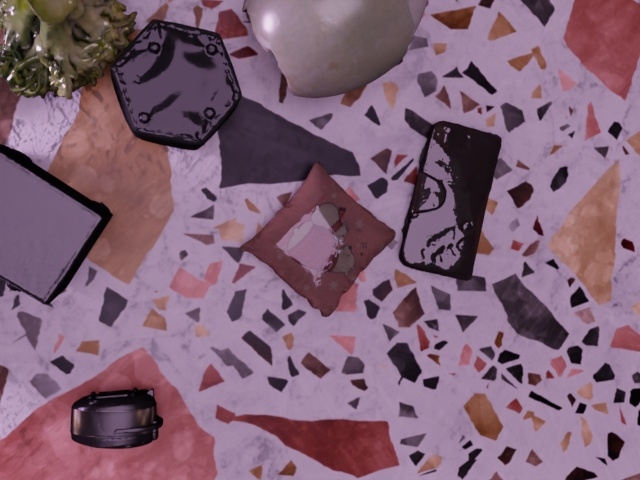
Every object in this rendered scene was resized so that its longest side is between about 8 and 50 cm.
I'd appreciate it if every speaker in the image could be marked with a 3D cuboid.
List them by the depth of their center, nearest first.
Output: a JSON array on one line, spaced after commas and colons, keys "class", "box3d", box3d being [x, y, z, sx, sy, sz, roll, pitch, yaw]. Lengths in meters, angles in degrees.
[{"class": "speaker", "box3d": [-0.498, -0.032, 1.206, 0.232, 0.254, 0.184, 34, 86, -12]}]

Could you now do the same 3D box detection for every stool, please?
[{"class": "stool", "box3d": [-0.260, -0.275, 1.295, 0.232, 0.141, 0.232, -1, 94, -11]}]

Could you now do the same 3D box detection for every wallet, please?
[{"class": "wallet", "box3d": [0.267, -0.081, 1.468, 0.165, 0.042, 0.309, 14, 91, -14]}]

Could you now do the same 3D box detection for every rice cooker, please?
[{"class": "rice cooker", "box3d": [-0.376, 0.329, 1.328, 0.166, 0.112, 0.106, -7, 89, -12]}]

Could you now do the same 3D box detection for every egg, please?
[{"class": "egg", "box3d": [0.043, -0.415, 1.276, 0.336, 0.278, 0.278, -30, 99, 0]}]

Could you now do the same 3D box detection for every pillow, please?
[{"class": "pillow", "box3d": [0.000, 0.000, 1.396, 0.223, 0.084, 0.236, 44, 81, -10]}]

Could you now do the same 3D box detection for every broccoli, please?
[{"class": "broccoli", "box3d": [-0.425, -0.381, 1.203, 0.248, 0.245, 0.288, -8, 101, -20]}]
